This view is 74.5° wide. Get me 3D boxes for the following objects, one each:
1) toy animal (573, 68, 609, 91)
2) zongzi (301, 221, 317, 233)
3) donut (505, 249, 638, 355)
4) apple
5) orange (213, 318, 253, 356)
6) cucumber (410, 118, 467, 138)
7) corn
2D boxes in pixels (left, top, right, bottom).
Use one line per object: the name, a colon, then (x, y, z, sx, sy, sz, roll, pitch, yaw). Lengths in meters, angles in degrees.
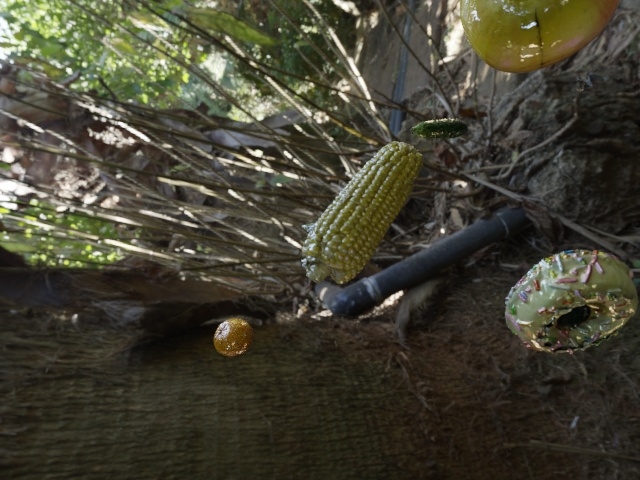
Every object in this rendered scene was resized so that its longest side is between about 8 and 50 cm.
toy animal: (0.485, -0.287, 0.748, 0.050, 0.028, 0.084, -28, -2, 17)
zongzi: (0.000, 0.000, 1.122, 0.113, 0.052, 0.104, -9, 107, 54)
donut: (0.340, 0.091, 0.569, 0.068, 0.175, 0.174, -101, 29, -50)
apple: (0.409, -0.460, 0.791, 0.233, 0.286, 0.285, -10, -59, -60)
orange: (-0.181, 0.199, 0.870, 0.083, 0.070, 0.083, -36, 32, 27)
cucumber: (0.388, -0.363, 1.375, 0.069, 0.228, 0.069, 33, 127, 56)
corn: (0.086, -0.056, 0.833, 0.347, 0.130, 0.130, -52, 10, -14)
